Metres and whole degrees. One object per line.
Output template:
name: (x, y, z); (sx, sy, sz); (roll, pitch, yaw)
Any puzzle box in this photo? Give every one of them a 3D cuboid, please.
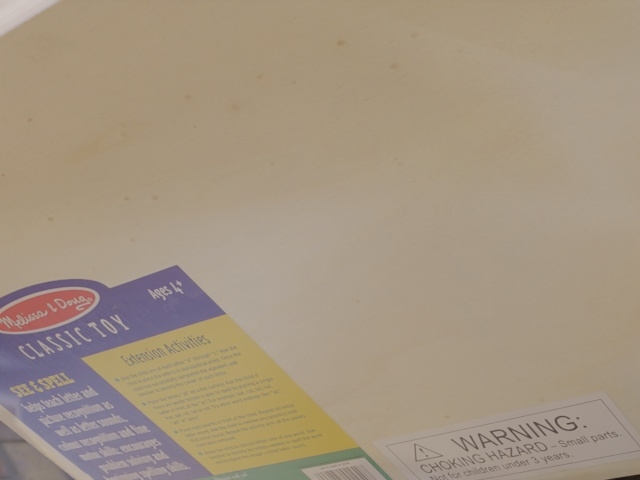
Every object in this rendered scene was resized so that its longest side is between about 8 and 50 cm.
puzzle box: (0.000, 0.000, 0.429); (0.409, 0.272, 0.052); (-18, 37, 35)
